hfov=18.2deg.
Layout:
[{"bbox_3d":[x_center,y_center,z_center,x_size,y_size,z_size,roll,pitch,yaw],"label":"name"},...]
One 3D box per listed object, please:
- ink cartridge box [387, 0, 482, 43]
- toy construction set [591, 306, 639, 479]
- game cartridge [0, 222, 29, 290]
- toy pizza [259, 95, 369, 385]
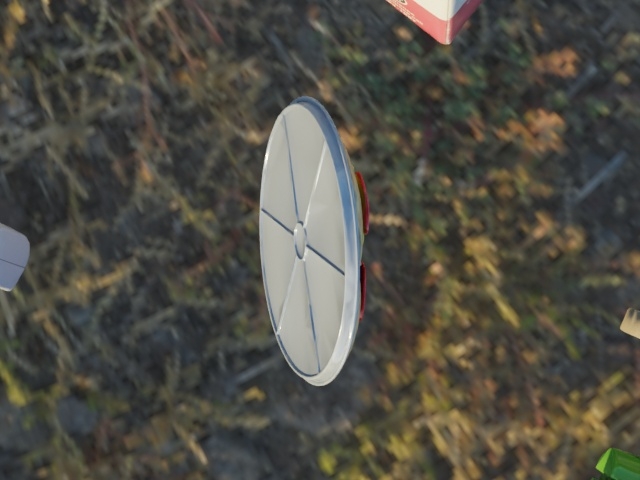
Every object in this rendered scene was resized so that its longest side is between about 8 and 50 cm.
[{"bbox_3d":[0.042,-0.335,1.549,0.279,0.384,0.160,39,85,7],"label":"ink cartridge box"},{"bbox_3d":[0.240,0.153,1.037,0.237,0.309,0.257,-66,162,-5],"label":"toy construction set"},{"bbox_3d":[-0.372,-0.042,1.563,0.297,0.198,0.062,28,82,-53],"label":"game cartridge"},{"bbox_3d":[0.000,0.000,1.386,0.032,0.201,0.201,-3,118,-19],"label":"toy pizza"}]
